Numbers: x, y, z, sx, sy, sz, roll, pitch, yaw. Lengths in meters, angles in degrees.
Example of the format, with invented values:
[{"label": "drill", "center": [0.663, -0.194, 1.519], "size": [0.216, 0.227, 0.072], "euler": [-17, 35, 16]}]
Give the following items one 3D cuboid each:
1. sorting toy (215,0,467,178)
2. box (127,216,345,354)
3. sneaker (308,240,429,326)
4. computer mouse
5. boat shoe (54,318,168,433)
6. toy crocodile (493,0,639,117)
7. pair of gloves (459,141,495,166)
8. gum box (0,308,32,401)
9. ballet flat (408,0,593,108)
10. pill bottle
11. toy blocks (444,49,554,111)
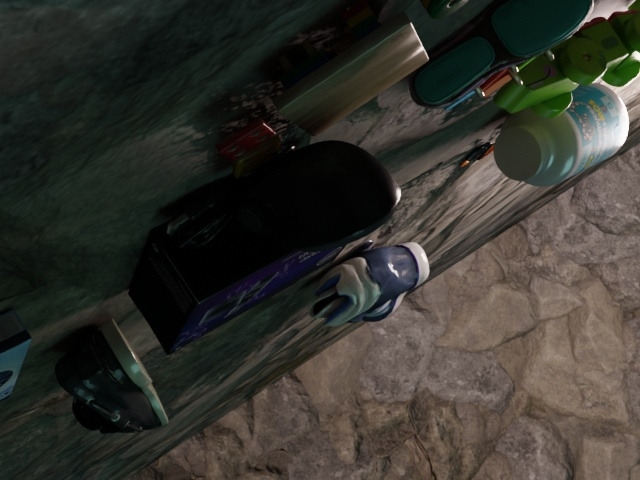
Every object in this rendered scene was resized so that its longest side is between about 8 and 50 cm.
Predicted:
[{"label": "sorting toy", "center": [0.015, -0.152, 0.886], "size": [0.274, 0.046, 0.132], "euler": [-33, 170, 9]}, {"label": "box", "center": [-0.082, 0.011, 1.182], "size": [0.261, 0.103, 0.184], "euler": [-29, 170, -28]}, {"label": "sneaker", "center": [0.057, 0.109, 2.010], "size": [0.236, 0.130, 0.323], "euler": [-18, 167, -27]}, {"label": "computer mouse", "center": [-0.032, -0.053, 0.963], "size": [0.188, 0.072, 0.272], "euler": [-34, -158, -24]}, {"label": "boat shoe", "center": [-0.289, 0.210, 1.358], "size": [0.113, 0.127, 0.340], "euler": [-31, 167, -13]}, {"label": "toy crocodile", "center": [0.383, -0.265, 1.405], "size": [0.340, 0.105, 0.115], "euler": [-25, 167, -23]}, {"label": "pair of gloves", "center": [0.294, -0.162, 1.789], "size": [0.083, 0.010, 0.074], "euler": [-19, 163, -46]}, {"label": "gum box", "center": [-0.391, 0.154, 1.029], "size": [0.157, 0.041, 0.184], "euler": [-28, 167, -33]}, {"label": "ballet flat", "center": [0.196, -0.221, 1.105], "size": [0.221, 0.077, 0.079], "euler": [-32, -172, 14]}, {"label": "pill bottle", "center": [0.404, -0.177, 1.686], "size": [0.264, 0.146, 0.146], "euler": [-25, 166, -43]}, {"label": "toy blocks", "center": [0.213, -0.208, 1.226], "size": [0.148, 0.054, 0.123], "euler": [-36, 169, 10]}]
